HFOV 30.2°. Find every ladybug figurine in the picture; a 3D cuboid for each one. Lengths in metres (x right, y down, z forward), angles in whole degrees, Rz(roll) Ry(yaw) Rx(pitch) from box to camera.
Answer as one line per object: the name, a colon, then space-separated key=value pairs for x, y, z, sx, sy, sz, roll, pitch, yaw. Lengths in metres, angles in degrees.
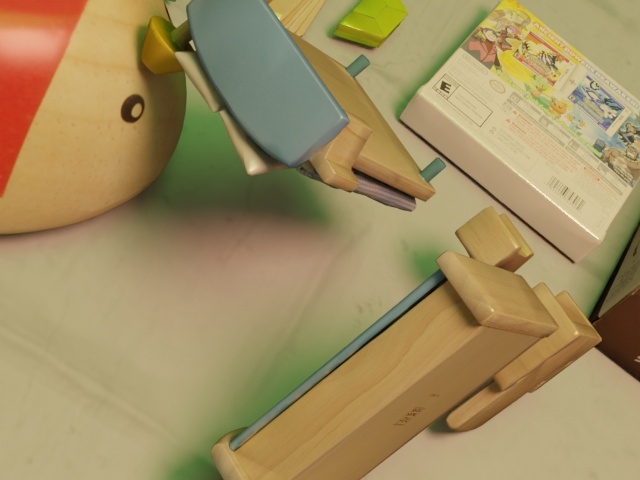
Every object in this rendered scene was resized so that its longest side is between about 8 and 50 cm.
ladybug figurine: x=-0.296 y=-0.173 z=0.808 sx=0.449 sy=0.162 sz=0.305 roll=18 pitch=54 yaw=-14

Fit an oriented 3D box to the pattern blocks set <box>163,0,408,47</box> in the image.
pattern blocks set: x=-0.047 y=-0.275 z=1.078 sx=0.285 sy=0.026 sz=0.325 roll=43 pitch=52 yaw=6

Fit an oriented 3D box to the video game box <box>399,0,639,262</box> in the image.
video game box: x=0.199 y=-0.107 z=1.074 sx=0.205 sy=0.048 sz=0.187 roll=40 pitch=53 yaw=2

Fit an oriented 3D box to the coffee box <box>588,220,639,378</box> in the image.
coffee box: x=0.372 y=0.009 z=1.035 sx=0.168 sy=0.119 sz=0.297 roll=39 pitch=51 yaw=0

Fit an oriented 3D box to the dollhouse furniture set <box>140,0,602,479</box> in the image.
dollhouse furniture set: x=0.000 y=0.000 z=0.838 sx=0.303 sy=0.198 sz=0.286 roll=57 pitch=17 yaw=22
